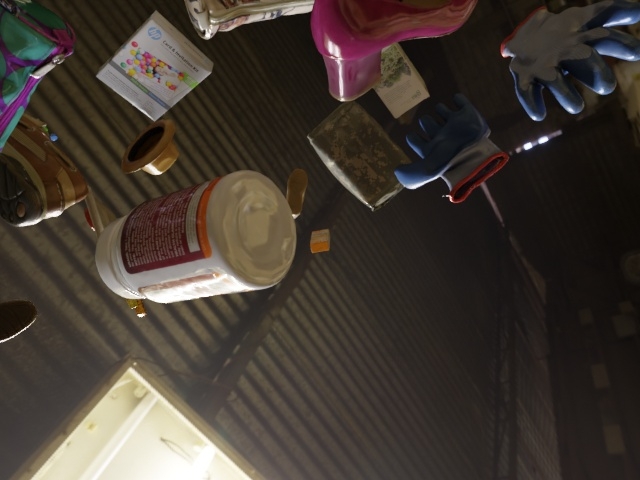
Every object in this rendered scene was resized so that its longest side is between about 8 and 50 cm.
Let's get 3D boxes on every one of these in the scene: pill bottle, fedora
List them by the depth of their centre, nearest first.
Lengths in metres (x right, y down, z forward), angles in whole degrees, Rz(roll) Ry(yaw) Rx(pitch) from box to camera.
[{"bbox_3d":[-0.263,0.008,1.055,0.224,0.392,0.224,20,-115,-51],"label":"pill bottle"},{"bbox_3d":[-0.434,-0.231,1.363,0.079,0.194,0.194,44,-145,-40],"label":"fedora"}]

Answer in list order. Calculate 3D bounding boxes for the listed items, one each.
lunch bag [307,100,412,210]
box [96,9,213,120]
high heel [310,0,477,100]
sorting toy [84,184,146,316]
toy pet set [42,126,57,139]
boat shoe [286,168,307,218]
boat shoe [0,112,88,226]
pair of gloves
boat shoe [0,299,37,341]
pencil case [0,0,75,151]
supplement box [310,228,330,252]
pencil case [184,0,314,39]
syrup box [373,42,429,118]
[{"bbox_3d":[0.112,-0.205,1.329,0.235,0.169,0.287,49,-176,4],"label":"lunch bag"},{"bbox_3d":[-0.330,-0.341,1.037,0.145,0.186,0.038,38,-144,-36],"label":"box"},{"bbox_3d":[0.135,-0.373,0.745,0.377,0.127,0.181,-50,-24,-19],"label":"high heel"},{"bbox_3d":[-0.518,0.037,1.299,0.229,0.041,0.307,100,147,-70],"label":"sorting toy"},{"bbox_3d":[-0.651,-0.247,1.103,0.065,0.114,0.122,64,-178,26],"label":"toy pet set"},{"bbox_3d":[-0.079,-0.142,1.607,0.062,0.059,0.170,14,-119,-8],"label":"boat shoe"},{"bbox_3d":[-0.479,-0.142,0.796,0.324,0.123,0.120,43,-144,18],"label":"boat shoe"},{"bbox_3d":[0.137,-0.104,0.399,0.023,0.198,0.159,38,-159,-20],"label":"pair of gloves"},{"bbox_3d":[-0.605,0.161,0.926,0.190,0.072,0.068,-24,-92,-25],"label":"boat shoe"},{"bbox_3d":[-0.242,-0.103,0.372,0.070,0.152,0.064,39,-169,4],"label":"pencil case"},{"bbox_3d":[0.000,0.000,1.793,0.098,0.062,0.036,-85,-17,-63],"label":"supplement box"},{"bbox_3d":[-0.126,-0.585,1.208,0.410,0.160,0.183,-23,-127,-24],"label":"pencil case"},{"bbox_3d":[0.143,-0.405,1.177,0.237,0.093,0.096,46,-154,-28],"label":"syrup box"}]
